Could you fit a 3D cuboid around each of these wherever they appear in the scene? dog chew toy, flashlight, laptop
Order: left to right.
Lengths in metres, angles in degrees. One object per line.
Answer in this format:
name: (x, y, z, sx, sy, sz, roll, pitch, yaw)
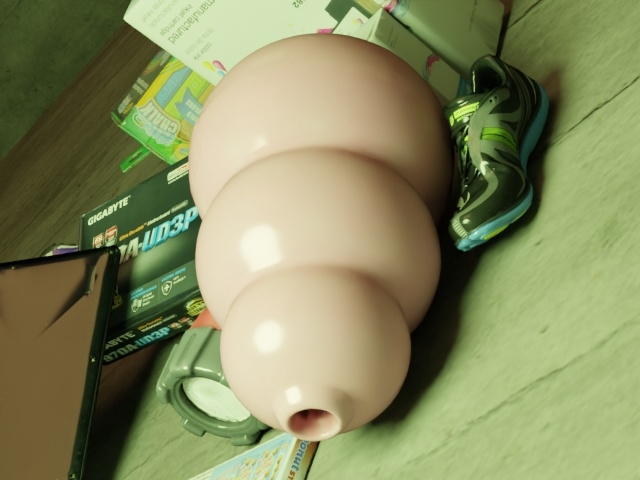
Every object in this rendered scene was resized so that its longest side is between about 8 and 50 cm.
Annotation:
laptop: (-0.353, 0.247, 1.484, 0.408, 0.236, 0.382, -9, 60, 26)
flashlight: (-0.037, 0.032, 1.178, 0.103, 0.103, 0.304, -17, 33, 38)
dog chew toy: (0.000, 0.000, 0.994, 0.206, 0.206, 0.332, -40, 33, 34)

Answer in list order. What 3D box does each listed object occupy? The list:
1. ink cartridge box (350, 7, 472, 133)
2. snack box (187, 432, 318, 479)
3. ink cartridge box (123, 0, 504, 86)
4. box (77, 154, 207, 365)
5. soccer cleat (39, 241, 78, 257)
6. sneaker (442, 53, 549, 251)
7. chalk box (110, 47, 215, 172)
ink cartridge box: (0.065, -0.126, 1.168, 0.088, 0.122, 0.052, -38, 24, 37)
snack box: (-0.069, 0.198, 1.054, 0.178, 0.022, 0.064, -33, 26, 46)
ink cartridge box: (-0.002, -0.206, 1.234, 0.201, 0.278, 0.117, -36, 27, 41)
box: (-0.172, 0.017, 1.444, 0.220, 0.051, 0.175, -25, 53, 35)
soccer cleat: (-0.311, 0.065, 1.767, 0.318, 0.108, 0.116, -21, 40, 54)
sneaker: (0.118, -0.066, 0.997, 0.067, 0.078, 0.188, -33, 28, 42)
chalk box: (-0.204, -0.176, 1.907, 0.213, 0.132, 0.132, -53, 19, 2)
